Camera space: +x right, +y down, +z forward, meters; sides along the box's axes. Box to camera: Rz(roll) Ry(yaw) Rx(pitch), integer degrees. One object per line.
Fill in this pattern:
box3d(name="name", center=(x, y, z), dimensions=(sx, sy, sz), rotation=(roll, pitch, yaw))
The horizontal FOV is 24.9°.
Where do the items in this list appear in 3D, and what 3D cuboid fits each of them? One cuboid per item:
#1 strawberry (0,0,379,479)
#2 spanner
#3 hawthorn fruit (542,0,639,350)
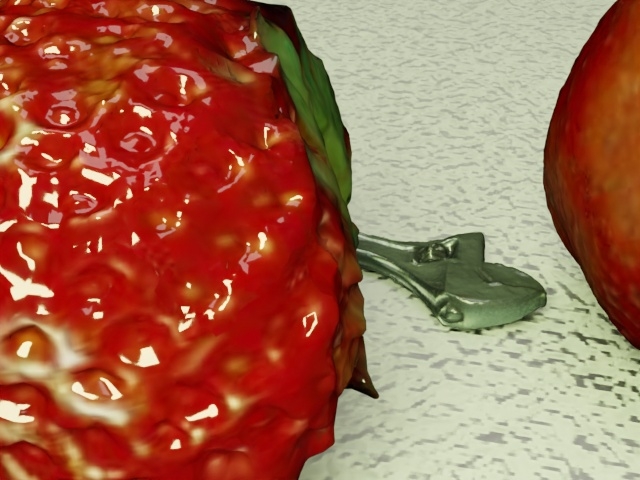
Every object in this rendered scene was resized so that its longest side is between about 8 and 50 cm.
box3d(name="strawberry", center=(-0.127, 0.019, 0.697), dimensions=(0.309, 0.292, 0.292), rotation=(-21, 29, 5))
box3d(name="spanner", center=(0.000, 0.000, 0.972), dimensions=(0.325, 0.026, 0.093), rotation=(15, 32, 26))
box3d(name="hawthorn fruit", center=(0.264, -0.068, 0.817), dimensions=(0.265, 0.307, 0.265), rotation=(6, 33, -4))
